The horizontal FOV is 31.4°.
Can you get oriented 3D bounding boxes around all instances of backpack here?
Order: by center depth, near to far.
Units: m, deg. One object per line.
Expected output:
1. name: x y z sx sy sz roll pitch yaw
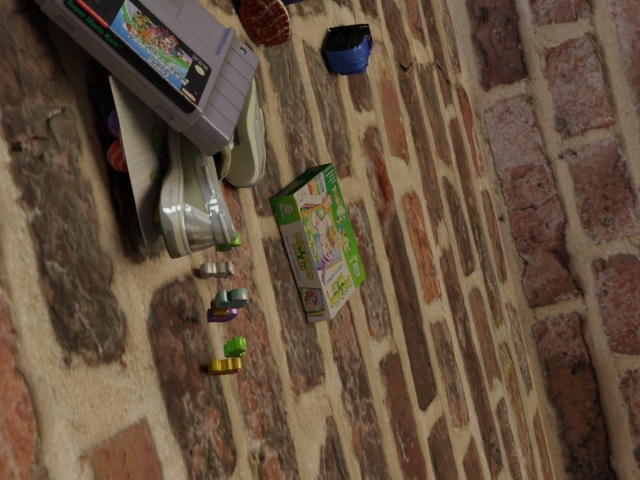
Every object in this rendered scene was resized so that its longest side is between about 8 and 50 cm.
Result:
1. backpack: 0.067 -0.413 2.504 0.120 0.098 0.101 -71 147 -55

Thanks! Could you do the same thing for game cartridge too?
1. game cartridge: -0.237 -0.296 1.538 0.355 0.068 0.230 42 30 -23

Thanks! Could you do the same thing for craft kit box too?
1. craft kit box: 0.000 0.000 2.167 0.250 0.061 0.246 -46 124 -65

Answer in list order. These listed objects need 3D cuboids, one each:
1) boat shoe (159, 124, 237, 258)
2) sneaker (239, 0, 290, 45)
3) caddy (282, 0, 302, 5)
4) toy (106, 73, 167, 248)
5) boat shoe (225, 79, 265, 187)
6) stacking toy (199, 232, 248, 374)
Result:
1. boat shoe: -0.161 -0.096 1.613 0.320 0.103 0.118 -90 172 -54
2. sneaker: -0.111 -0.461 2.085 0.092 0.088 0.225 -74 146 -54
3. caddy: 0.009 -0.563 2.247 0.179 0.241 0.341 63 25 -19
4. toy: -0.256 -0.118 1.567 0.137 0.056 0.237 -54 134 -68
5. boat shoe: -0.136 -0.198 1.908 0.081 0.079 0.227 12 72 -77
6. stacking toy: -0.130 0.095 1.632 0.221 0.052 0.167 129 -44 -69
